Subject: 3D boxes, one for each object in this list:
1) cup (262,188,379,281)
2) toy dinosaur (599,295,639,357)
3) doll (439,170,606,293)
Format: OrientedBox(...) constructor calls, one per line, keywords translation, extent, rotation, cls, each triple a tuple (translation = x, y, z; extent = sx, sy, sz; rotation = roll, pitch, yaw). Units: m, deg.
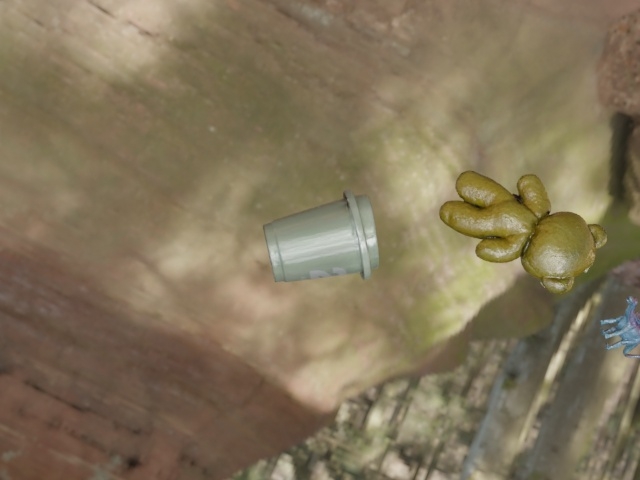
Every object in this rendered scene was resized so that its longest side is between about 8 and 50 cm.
OrientedBox(translation=(0.000, 0.000, 1.514), extent=(0.141, 0.120, 0.120), rotation=(-9, 156, -5), cls="cup")
OrientedBox(translation=(0.505, 0.150, 1.947), extent=(0.080, 0.045, 0.197), rotation=(-16, 142, 6), cls="toy dinosaur")
OrientedBox(translation=(0.261, -0.013, 1.549), extent=(0.209, 0.137, 0.097), rotation=(31, 157, 17), cls="doll")
